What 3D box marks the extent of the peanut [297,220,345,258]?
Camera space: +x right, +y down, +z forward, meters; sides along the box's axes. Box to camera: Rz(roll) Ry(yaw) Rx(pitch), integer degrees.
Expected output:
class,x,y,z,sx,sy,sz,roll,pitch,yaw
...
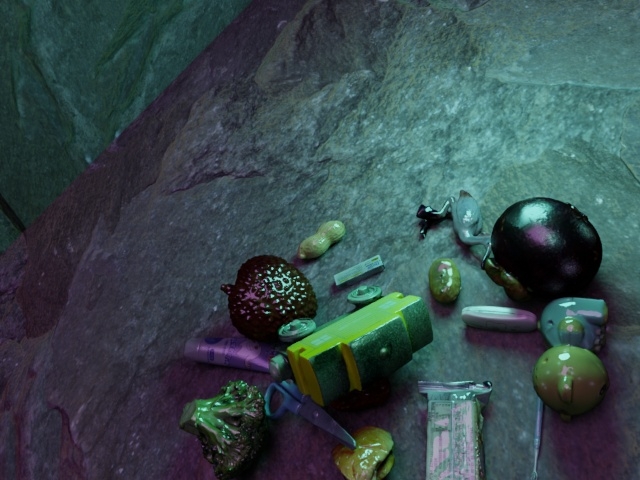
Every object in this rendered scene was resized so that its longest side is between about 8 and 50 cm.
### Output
class,x,y,z,sx,sy,sz,roll,pitch,yaw
peanut,0.000,0.000,1.864,0.187,0.082,0.082,-41,49,-3

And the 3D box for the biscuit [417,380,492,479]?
class,x,y,z,sx,sy,sz,roll,pitch,yaw
biscuit,0.327,0.488,1.342,0.185,0.079,0.309,-8,54,20

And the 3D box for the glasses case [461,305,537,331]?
class,x,y,z,sx,sy,sz,roll,pitch,yaw
glasses case,0.469,0.207,1.472,0.193,0.074,0.049,1,55,27

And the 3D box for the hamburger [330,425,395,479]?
class,x,y,z,sx,sy,sz,roll,pitch,yaw
hamburger,0.104,0.519,1.335,0.135,0.208,0.155,41,85,16

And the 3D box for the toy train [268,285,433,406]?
class,x,y,z,sx,sy,sz,roll,pitch,yaw
toy train,0.089,0.261,1.452,0.441,0.179,0.272,-23,16,-28

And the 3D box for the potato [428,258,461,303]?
class,x,y,z,sx,sy,sz,roll,pitch,yaw
potato,0.356,0.118,1.597,0.091,0.070,0.138,-14,50,25

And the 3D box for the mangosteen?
class,x,y,z,sx,sy,sz,roll,pitch,yaw
mangosteen,0.561,0.031,1.429,0.287,0.288,0.288,-14,52,18

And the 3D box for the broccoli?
class,x,y,z,sx,sy,sz,roll,pitch,yaw
broccoli,-0.260,0.515,1.534,0.261,0.241,0.269,-41,25,28

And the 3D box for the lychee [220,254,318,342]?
class,x,y,z,sx,sy,sz,roll,pitch,yaw
lychee,-0.158,0.181,1.691,0.304,0.276,0.276,11,60,4

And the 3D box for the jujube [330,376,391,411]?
class,x,y,z,sx,sy,sz,roll,pitch,yaw
jujube,0.100,0.399,1.502,0.176,0.109,0.112,-21,51,15

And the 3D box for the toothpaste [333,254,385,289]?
class,x,y,z,sx,sy,sz,roll,pitch,yaw
toothpaste,0.121,0.102,1.754,0.164,0.034,0.046,-26,49,9

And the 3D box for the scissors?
class,x,y,z,sx,sy,sz,roll,pitch,yaw
scissors,-0.030,0.444,1.470,0.447,0.029,0.193,15,75,60

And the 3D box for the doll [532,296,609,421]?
class,x,y,z,sx,sy,sz,roll,pitch,yaw
doll,0.583,0.275,1.298,0.161,0.177,0.261,3,57,24

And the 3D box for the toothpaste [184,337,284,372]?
class,x,y,z,sx,sy,sz,roll,pitch,yaw
toothpaste,-0.247,0.353,1.752,0.370,0.080,0.125,1,58,18

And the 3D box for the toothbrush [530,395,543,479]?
class,x,y,z,sx,sy,sz,roll,pitch,yaw
toothbrush,0.506,0.464,1.306,0.016,0.019,0.220,-1,57,33

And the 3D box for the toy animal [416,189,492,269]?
class,x,y,z,sx,sy,sz,roll,pitch,yaw
toy animal,0.433,-0.047,1.663,0.195,0.090,0.324,-50,41,-3
